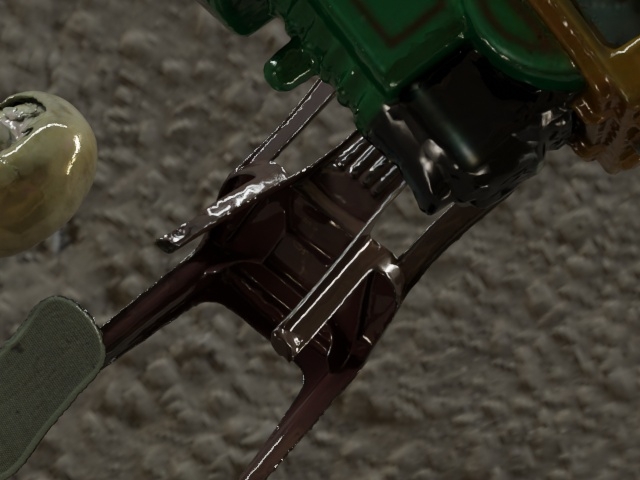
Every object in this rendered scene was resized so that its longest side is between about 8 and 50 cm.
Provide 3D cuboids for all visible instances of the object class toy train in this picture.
[{"bbox_3d":[0.050,-0.177,0.907,0.249,0.178,0.429,-36,78,-1],"label":"toy train"}]

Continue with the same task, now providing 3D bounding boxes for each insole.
[{"bbox_3d":[-0.206,0.107,1.049,0.080,0.232,0.003,53,39,3],"label":"insole"}]

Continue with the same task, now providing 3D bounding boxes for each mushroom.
[{"bbox_3d":[-0.248,-0.058,1.239,0.154,0.154,0.122,-51,123,-26],"label":"mushroom"}]

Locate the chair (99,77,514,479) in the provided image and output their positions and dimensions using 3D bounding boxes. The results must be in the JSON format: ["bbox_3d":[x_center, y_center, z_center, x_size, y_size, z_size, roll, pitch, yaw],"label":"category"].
[{"bbox_3d":[0.000,0.000,1.196,0.175,0.183,0.326,40,49,11],"label":"chair"}]
